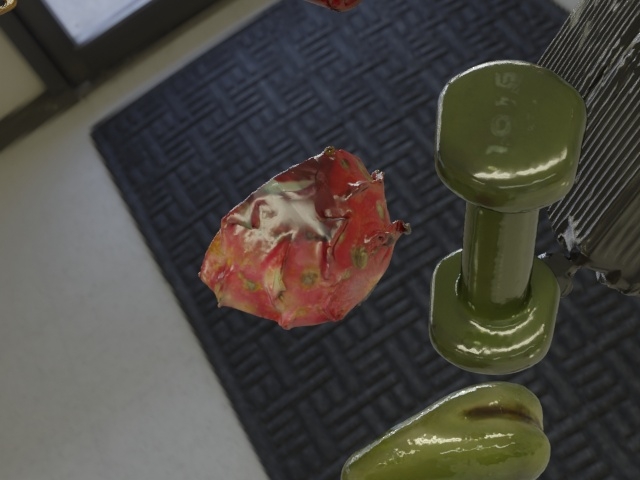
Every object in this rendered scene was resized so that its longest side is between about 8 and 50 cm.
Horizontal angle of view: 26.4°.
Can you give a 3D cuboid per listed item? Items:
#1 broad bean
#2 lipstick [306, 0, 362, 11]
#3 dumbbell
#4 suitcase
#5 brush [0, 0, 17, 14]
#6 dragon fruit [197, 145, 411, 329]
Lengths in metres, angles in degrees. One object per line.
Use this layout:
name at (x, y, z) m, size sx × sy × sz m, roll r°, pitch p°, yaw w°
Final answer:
broad bean at (0.145, 0.265, 1.626) m, size 0.263 × 0.189 × 0.121 m, roll -34°, pitch 49°, yaw 19°
lipstick at (-0.051, -0.311, 1.509) m, size 0.073 × 0.073 × 0.280 m, roll -47°, pitch 41°, yaw -14°
dumbbell at (0.058, -0.004, 0.441) m, size 0.046 × 0.118 × 0.052 m, roll 7°, pitch 56°, yaw 8°
suitcase at (0.278, -0.129, 0.967) m, size 0.229 × 0.152 × 0.335 m, roll -96°, pitch 29°, yaw -46°
brush at (-0.341, -0.179, 1.173) m, size 0.170 × 0.043 × 0.014 m, roll -24°, pitch 3°, yaw -17°
dragon fruit at (0.004, -0.001, 1.596) m, size 0.274 × 0.126 × 0.161 m, roll -33°, pitch 71°, yaw -19°
